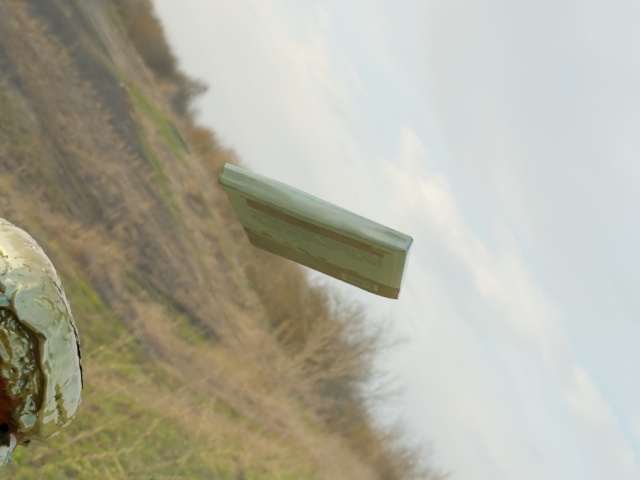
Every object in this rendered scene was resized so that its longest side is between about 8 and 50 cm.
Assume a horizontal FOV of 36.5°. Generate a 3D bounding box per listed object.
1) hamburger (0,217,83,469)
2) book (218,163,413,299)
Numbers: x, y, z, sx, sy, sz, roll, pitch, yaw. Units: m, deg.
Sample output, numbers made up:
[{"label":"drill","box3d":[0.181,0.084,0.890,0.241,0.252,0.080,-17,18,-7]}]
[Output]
[{"label":"hamburger","box3d":[-0.322,0.100,0.943,0.244,0.163,0.244,27,-55,48]},{"label":"book","box3d":[0.000,0.000,0.861,0.162,0.022,0.232,21,-12,7]}]
